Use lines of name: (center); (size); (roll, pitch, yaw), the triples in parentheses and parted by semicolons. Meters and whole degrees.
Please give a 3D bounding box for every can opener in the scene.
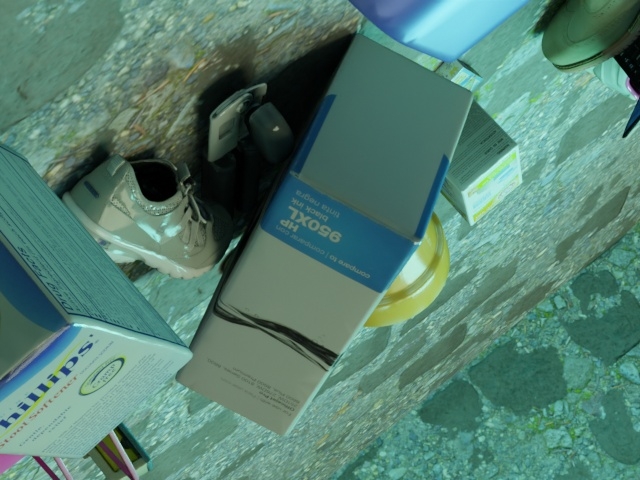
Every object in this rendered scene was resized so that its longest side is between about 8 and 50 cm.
can opener: (-0.085, -0.081, 1.731); (0.076, 0.095, 0.283); (-35, 162, -19)

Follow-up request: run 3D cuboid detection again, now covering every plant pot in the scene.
plant pot: (0.066, -0.015, 2.101); (0.205, 0.205, 0.188); (-38, 147, -14)

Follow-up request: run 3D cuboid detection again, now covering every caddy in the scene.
caddy: (0.093, -0.300, 1.338); (0.179, 0.241, 0.341); (-42, 164, 17)

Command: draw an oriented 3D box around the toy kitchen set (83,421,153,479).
toy kitchen set: (-0.267, 0.197, 1.894); (0.122, 0.166, 0.207); (-37, 163, -13)

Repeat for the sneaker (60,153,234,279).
sneaker: (-0.164, -0.031, 1.656); (0.115, 0.105, 0.281); (-48, 160, 17)

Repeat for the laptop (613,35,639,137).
laptop: (0.456, -0.314, 2.133); (0.136, 0.264, 0.234); (-4, 142, -40)

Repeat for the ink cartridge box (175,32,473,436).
ink cartridge box: (0.000, 0.000, 1.818); (0.395, 0.166, 0.285); (-59, -174, 43)

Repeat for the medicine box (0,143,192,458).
medicine box: (-0.282, 0.037, 1.294); (0.149, 0.263, 0.289); (-44, 163, 4)

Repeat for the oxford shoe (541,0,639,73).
oxford shoe: (0.397, -0.374, 2.091); (0.146, 0.140, 0.397); (10, 145, -23)

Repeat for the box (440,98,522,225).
box: (0.231, -0.117, 2.335); (0.114, 0.103, 0.203); (-40, 163, -3)

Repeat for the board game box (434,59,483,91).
board game box: (0.150, -0.185, 2.119); (0.154, 0.026, 0.103); (-45, 163, 13)

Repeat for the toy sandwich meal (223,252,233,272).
toy sandwich meal: (-0.095, 0.026, 2.093); (0.085, 0.029, 0.085); (-38, 163, -14)

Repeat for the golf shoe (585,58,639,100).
golf shoe: (0.500, -0.336, 2.330); (0.115, 0.140, 0.306); (-32, 159, -26)

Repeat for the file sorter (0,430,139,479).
file sorter: (-0.373, 0.255, 1.669); (0.291, 0.182, 0.202); (-36, 138, -17)
